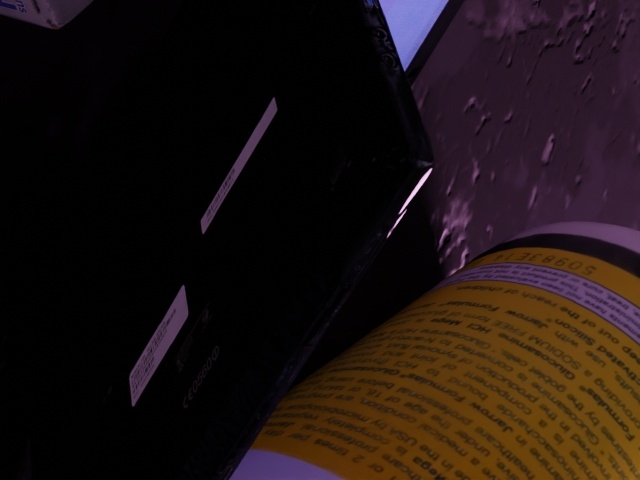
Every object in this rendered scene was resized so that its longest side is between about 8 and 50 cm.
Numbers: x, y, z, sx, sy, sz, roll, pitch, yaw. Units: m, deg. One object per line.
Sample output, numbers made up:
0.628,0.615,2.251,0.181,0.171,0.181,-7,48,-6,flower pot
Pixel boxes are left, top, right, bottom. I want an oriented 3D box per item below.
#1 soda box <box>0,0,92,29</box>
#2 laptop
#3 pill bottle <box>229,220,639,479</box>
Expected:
-0.034,-0.186,0.550,0.286,0.098,0.091,-47,138,-31,soda box
0.000,0.000,0.564,0.136,0.264,0.234,16,124,-24,laptop
0.041,0.135,0.720,0.334,0.188,0.188,-31,129,-44,pill bottle
